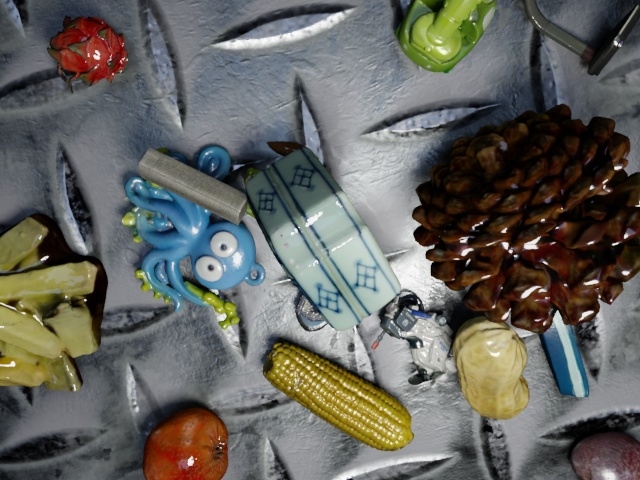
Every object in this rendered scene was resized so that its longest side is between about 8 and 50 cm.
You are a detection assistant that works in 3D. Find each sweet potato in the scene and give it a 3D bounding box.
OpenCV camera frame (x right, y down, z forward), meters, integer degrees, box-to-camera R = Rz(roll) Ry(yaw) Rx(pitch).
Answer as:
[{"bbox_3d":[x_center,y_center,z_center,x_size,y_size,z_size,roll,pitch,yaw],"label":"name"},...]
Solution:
[{"bbox_3d":[-0.063,-0.184,1.048,0.095,0.034,0.034,16,100,7],"label":"sweet potato"}]

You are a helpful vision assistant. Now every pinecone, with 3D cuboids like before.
[{"bbox_3d":[0.372,-0.019,0.917,0.398,0.398,0.397,0,100,-1],"label":"pinecone"}]

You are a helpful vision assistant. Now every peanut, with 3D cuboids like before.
[{"bbox_3d":[0.352,0.267,1.050,0.147,0.147,0.305,-18,127,2],"label":"peanut"}]

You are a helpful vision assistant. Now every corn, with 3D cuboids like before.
[{"bbox_3d":[0.042,0.332,1.100,0.363,0.120,0.120,33,98,-5],"label":"corn"}]

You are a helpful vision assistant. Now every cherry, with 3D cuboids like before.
[{"bbox_3d":[0.641,0.506,1.126,0.176,0.140,0.176,0,86,-5],"label":"cherry"}]

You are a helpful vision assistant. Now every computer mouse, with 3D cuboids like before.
[{"bbox_3d":[-0.007,0.128,1.098,0.079,0.047,0.135,15,88,3],"label":"computer mouse"}]

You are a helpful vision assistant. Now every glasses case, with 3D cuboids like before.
[{"bbox_3d":[-0.237,-0.098,0.972,0.205,0.071,0.047,26,66,-1],"label":"glasses case"}]

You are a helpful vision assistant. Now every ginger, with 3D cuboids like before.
[{"bbox_3d":[-0.621,0.173,1.018,0.358,0.211,0.413,35,97,-9],"label":"ginger"}]

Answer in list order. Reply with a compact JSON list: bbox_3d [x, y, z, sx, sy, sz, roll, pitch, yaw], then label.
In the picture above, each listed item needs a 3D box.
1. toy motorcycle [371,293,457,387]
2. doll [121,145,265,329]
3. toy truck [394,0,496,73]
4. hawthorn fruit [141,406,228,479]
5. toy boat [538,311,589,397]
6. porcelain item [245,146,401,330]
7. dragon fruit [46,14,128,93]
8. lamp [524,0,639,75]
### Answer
[{"bbox_3d":[0.211,0.221,1.096,0.221,0.102,0.150,45,76,-10],"label":"toy motorcycle"},{"bbox_3d":[-0.248,-0.021,1.039,0.341,0.099,0.346,33,93,-5],"label":"doll"},{"bbox_3d":[0.230,-0.400,0.937,0.148,0.210,0.187,35,116,-7],"label":"toy truck"},{"bbox_3d":[-0.297,0.451,1.097,0.200,0.179,0.179,-14,101,23],"label":"hawthorn fruit"},{"bbox_3d":[0.504,0.214,1.098,0.062,0.096,0.299,-21,103,11],"label":"toy boat"},{"bbox_3d":[0.000,0.000,0.931,0.157,0.281,0.286,-32,132,2],"label":"porcelain item"},{"bbox_3d":[-0.438,-0.359,0.976,0.142,0.130,0.121,-12,133,0],"label":"dragon fruit"},{"bbox_3d":[0.488,-0.477,0.979,0.283,0.124,0.203,41,77,-4],"label":"lamp"}]
